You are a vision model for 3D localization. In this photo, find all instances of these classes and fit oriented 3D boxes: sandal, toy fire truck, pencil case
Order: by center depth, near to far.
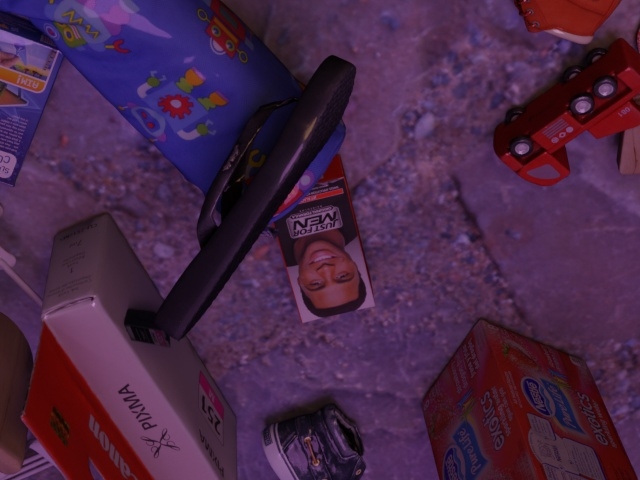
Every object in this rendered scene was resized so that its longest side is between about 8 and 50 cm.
[{"bbox_3d":[-0.061,-0.032,0.920,0.054,0.097,0.254,37,113,2],"label":"sandal"},{"bbox_3d":[-0.118,-0.136,0.968,0.133,0.119,0.306,-29,123,31],"label":"pencil case"},{"bbox_3d":[0.257,-0.097,1.057,0.135,0.047,0.192,36,124,-28],"label":"toy fire truck"}]

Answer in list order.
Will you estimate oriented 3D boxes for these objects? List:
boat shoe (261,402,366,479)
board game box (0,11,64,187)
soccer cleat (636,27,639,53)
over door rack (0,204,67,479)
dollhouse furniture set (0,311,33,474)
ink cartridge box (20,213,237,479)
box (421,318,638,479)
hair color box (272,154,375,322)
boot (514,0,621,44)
[{"bbox_3d":[0.018,0.243,1.264,0.083,0.065,0.183,-23,122,12],"label":"boat shoe"},{"bbox_3d":[-0.317,-0.134,0.999,0.201,0.035,0.136,20,120,-17],"label":"board game box"},{"bbox_3d":[0.277,-0.176,1.027,0.029,0.035,0.083,0,123,-6],"label":"soccer cleat"},{"bbox_3d":[-0.313,0.148,1.146,0.239,0.108,0.324,-25,122,10],"label":"over door rack"},{"bbox_3d":[-0.489,0.067,1.000,0.362,0.256,0.394,-30,126,15],"label":"dollhouse furniture set"},{"bbox_3d":[-0.151,0.151,1.083,0.060,0.239,0.275,-21,123,9],"label":"ink cartridge box"},{"bbox_3d":[0.190,0.205,1.140,0.128,0.257,0.122,23,117,-19],"label":"box"},{"bbox_3d":[0.000,0.000,1.114,0.072,0.043,0.141,-14,125,3],"label":"hair color box"},{"bbox_3d":[0.164,-0.204,0.987,0.158,0.059,0.084,16,126,-17],"label":"boot"}]
